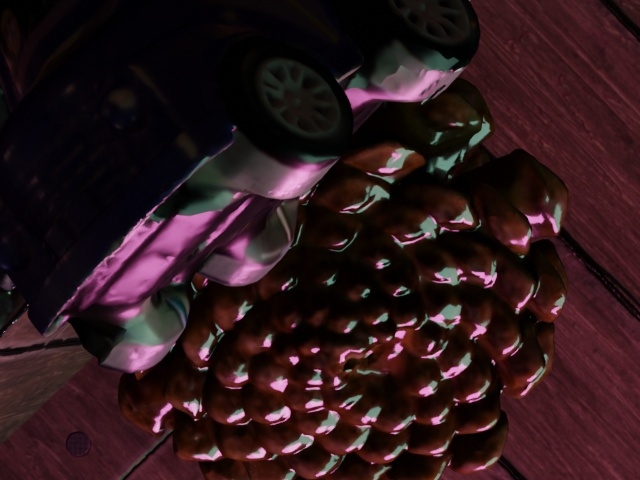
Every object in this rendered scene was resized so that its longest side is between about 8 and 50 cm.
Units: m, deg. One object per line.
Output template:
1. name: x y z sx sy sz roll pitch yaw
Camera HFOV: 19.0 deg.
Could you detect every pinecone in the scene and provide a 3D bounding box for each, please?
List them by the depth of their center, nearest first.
1. pinecone: 0.000 0.000 1.446 0.384 0.384 0.384 -44 178 -2

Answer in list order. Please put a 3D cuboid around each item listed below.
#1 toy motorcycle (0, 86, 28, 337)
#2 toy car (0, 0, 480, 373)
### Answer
1. toy motorcycle: -0.184 0.011 0.972 0.263 0.091 0.157 -47 -178 22
2. toy car: -0.057 -0.067 0.825 0.172 0.158 0.235 -46 175 39
